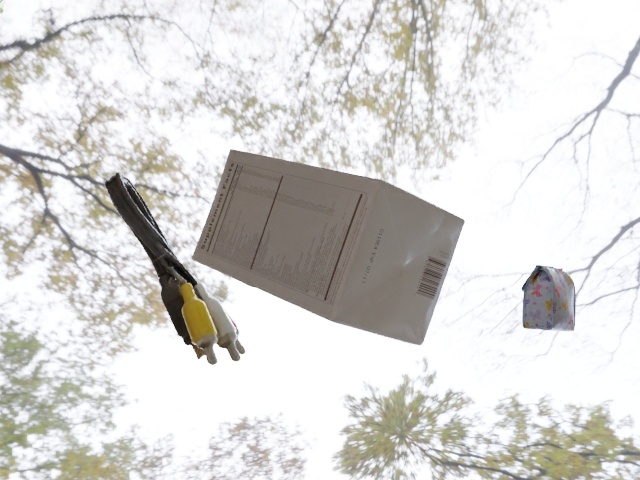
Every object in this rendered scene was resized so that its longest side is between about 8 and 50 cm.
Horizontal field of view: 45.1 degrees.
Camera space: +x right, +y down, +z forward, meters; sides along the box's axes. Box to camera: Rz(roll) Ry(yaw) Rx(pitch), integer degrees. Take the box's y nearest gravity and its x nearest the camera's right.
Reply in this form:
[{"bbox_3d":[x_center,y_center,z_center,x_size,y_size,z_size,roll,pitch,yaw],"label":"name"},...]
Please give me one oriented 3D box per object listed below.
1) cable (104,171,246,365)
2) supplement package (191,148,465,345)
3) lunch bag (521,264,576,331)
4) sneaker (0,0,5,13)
[{"bbox_3d":[-0.180,0.035,1.012,0.072,0.139,0.287,-27,-98,10],"label":"cable"},{"bbox_3d":[0.000,0.000,0.804,0.244,0.134,0.139,19,-91,48],"label":"supplement package"},{"bbox_3d":[0.294,0.075,0.995,0.053,0.071,0.083,0,-96,42],"label":"lunch bag"},{"bbox_3d":[-0.470,-0.404,1.072,0.384,0.147,0.145,-32,-110,-6],"label":"sneaker"}]
